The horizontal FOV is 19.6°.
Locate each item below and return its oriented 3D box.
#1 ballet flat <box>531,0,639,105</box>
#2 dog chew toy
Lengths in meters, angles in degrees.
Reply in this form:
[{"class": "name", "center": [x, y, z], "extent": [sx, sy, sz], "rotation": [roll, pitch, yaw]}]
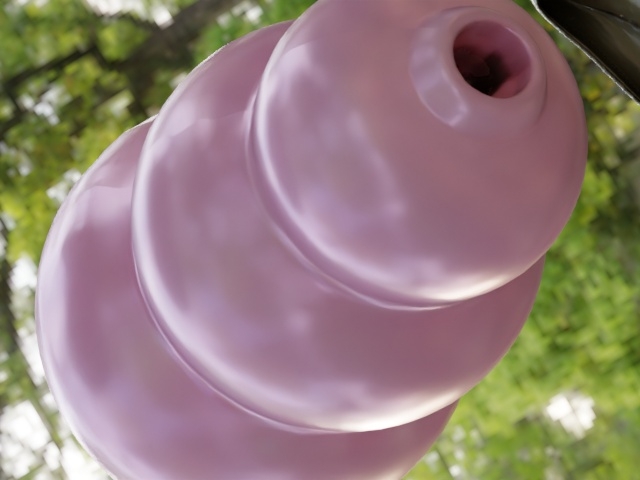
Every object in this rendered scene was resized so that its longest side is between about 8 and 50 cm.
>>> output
[{"class": "ballet flat", "center": [0.184, -0.107, 1.045], "extent": [0.250, 0.084, 0.058], "rotation": [42, -122, -16]}, {"class": "dog chew toy", "center": [0.000, 0.000, 0.794], "extent": [0.207, 0.206, 0.332], "rotation": [62, 150, 12]}]
